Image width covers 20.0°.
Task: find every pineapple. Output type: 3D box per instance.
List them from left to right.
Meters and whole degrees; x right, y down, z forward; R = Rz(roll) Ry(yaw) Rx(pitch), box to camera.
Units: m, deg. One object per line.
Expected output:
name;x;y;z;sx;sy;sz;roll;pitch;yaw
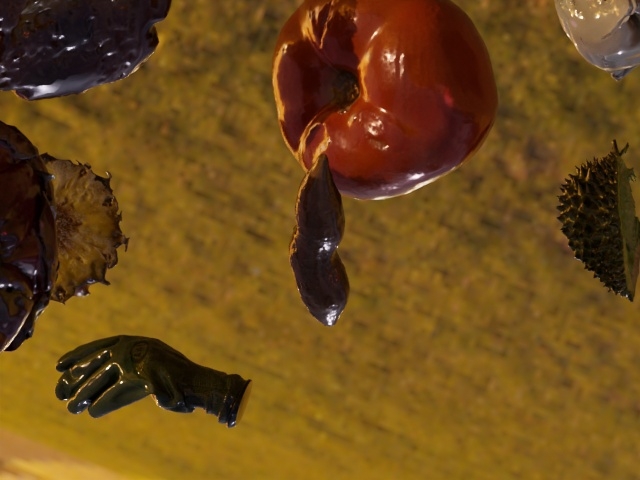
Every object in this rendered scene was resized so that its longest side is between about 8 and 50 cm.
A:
pineapple;-0.340;-0.007;2.252;0.221;0.221;0.047;23;156;-6

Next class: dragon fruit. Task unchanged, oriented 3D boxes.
dragon fruit;-0.391;-0.001;1.669;0.329;0.329;0.329;21;171;4

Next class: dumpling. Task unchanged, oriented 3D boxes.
dumpling;0.289;-0.234;1.808;0.199;0.118;0.136;80;164;-67

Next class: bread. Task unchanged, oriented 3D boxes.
bread;-0.266;-0.246;1.789;0.246;0.232;0.135;-14;-132;-27

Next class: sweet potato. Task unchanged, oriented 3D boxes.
sweet potato;-0.003;0.000;1.840;0.065;0.051;0.218;13;132;21

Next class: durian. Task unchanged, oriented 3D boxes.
durian;0.324;-0.037;2.067;0.086;0.215;0.100;-22;145;38

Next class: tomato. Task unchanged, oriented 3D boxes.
tomato;0.070;-0.165;1.912;0.259;0.260;0.180;14;-164;39

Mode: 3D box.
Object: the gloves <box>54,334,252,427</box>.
gloves;-0.221;0.182;2.380;0.268;0.107;0.135;4;-171;11
